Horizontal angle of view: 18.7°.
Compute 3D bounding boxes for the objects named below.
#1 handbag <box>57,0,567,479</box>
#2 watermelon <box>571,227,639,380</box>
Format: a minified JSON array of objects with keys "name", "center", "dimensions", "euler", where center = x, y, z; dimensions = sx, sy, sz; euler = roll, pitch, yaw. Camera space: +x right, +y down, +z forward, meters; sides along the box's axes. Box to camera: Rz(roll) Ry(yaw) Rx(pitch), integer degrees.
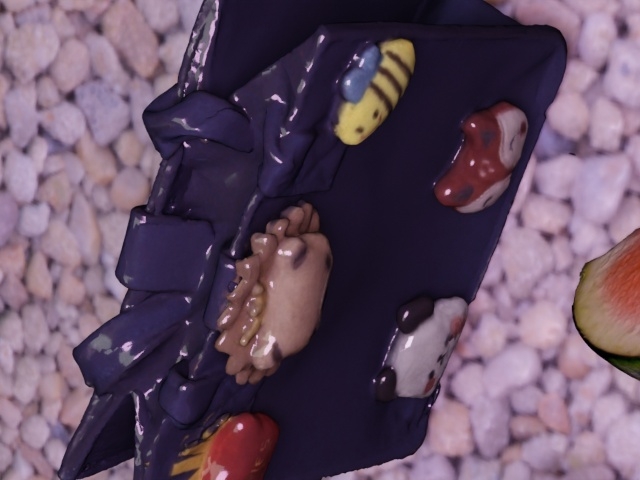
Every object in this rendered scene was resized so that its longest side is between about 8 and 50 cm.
[{"name":"handbag","center":[0.000,0.000,1.132],"dimensions":[0.122,0.329,0.303],"euler":[27,109,24]},{"name":"watermelon","center":[0.292,0.029,1.100],"dimensions":[0.303,0.159,0.128],"euler":[-32,116,32]}]
